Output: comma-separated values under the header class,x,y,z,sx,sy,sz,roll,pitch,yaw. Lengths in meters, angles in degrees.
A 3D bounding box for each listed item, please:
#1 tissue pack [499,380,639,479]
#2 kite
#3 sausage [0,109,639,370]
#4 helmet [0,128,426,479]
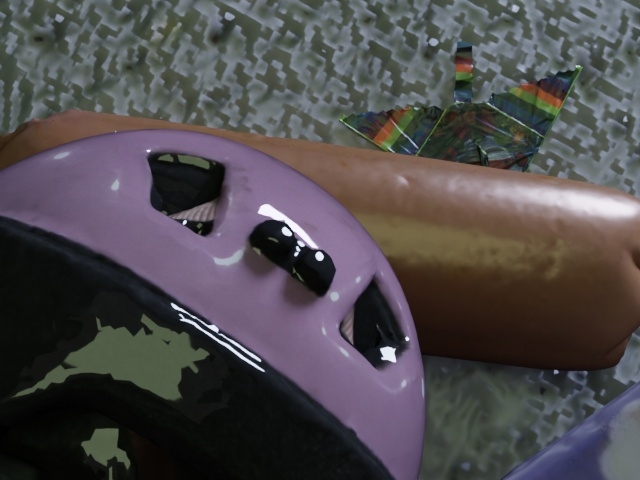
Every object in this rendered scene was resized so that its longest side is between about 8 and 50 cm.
class,x,y,z,sx,sy,sz,roll,pitch,yaw
tissue pack,0.215,0.130,0.481,0.343,0.125,0.242,-33,76,-13
kite,0.071,-0.053,0.595,0.122,0.004,0.090,-7,74,-4
sausage,-0.001,0.001,0.536,0.289,0.086,0.086,8,73,-1
helmet,-0.059,0.051,0.430,0.198,0.253,0.154,35,74,-8
